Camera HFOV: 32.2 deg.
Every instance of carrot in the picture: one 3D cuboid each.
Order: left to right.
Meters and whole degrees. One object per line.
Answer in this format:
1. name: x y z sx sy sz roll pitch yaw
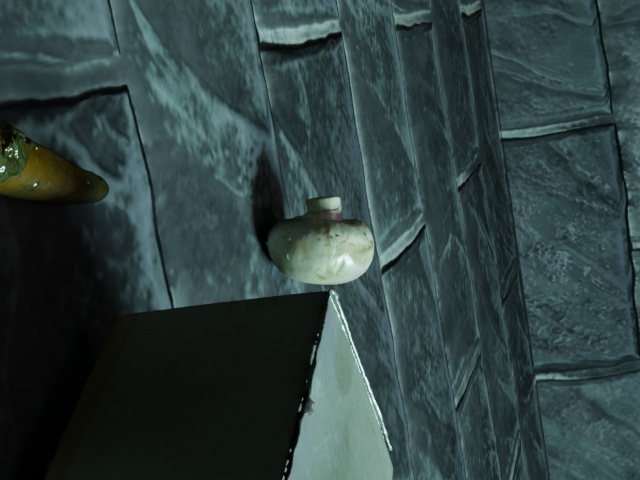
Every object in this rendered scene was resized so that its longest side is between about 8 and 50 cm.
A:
1. carrot: -0.149 -0.035 0.483 0.254 0.049 0.049 12 73 -76

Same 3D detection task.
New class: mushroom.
1. mushroom: 0.000 0.000 0.853 0.083 0.084 0.067 -7 96 -72

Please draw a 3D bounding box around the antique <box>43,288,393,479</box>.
1. antique: -0.050 0.129 0.547 0.152 0.148 0.146 -75 153 -50
